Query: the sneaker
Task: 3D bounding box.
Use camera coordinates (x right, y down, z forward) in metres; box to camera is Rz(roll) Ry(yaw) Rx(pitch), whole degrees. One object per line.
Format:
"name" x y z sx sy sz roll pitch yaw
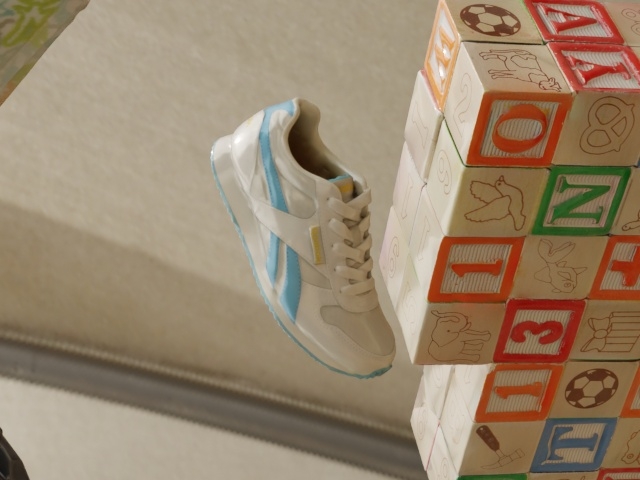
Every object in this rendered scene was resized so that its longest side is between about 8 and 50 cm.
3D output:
"sneaker" 0.000 0.000 1.200 0.092 0.229 0.087 -33 -8 32

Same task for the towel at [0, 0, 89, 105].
"towel" -0.377 -0.156 1.057 0.374 0.090 0.320 12 -39 -38

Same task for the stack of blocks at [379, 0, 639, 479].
"stack of blocks" 0.124 0.021 0.825 0.171 0.087 0.297 0 -51 -13

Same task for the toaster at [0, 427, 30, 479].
"toaster" -0.208 0.187 0.766 0.146 0.227 0.129 -48 -25 24
